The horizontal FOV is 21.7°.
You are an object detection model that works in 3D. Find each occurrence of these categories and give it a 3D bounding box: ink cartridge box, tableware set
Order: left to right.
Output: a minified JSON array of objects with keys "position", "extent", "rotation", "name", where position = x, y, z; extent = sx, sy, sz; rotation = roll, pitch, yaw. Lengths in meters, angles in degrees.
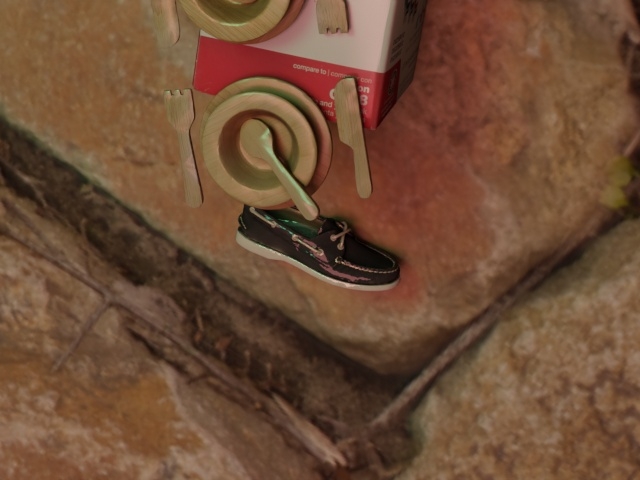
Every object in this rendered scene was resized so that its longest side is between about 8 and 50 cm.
[{"position":[-0.046,-0.107,1.028],"extent":[0.128,0.039,0.194],"rotation":[-3,109,17],"name":"tableware set"},{"position":[0.004,-0.183,1.079],"extent":[0.127,0.128,0.176],"rotation":[13,113,11],"name":"ink cartridge box"}]

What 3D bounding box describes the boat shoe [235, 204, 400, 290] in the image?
[{"position":[0.000,0.000,1.193],"extent":[0.125,0.046,0.038],"rotation":[21,118,16],"name":"boat shoe"}]
